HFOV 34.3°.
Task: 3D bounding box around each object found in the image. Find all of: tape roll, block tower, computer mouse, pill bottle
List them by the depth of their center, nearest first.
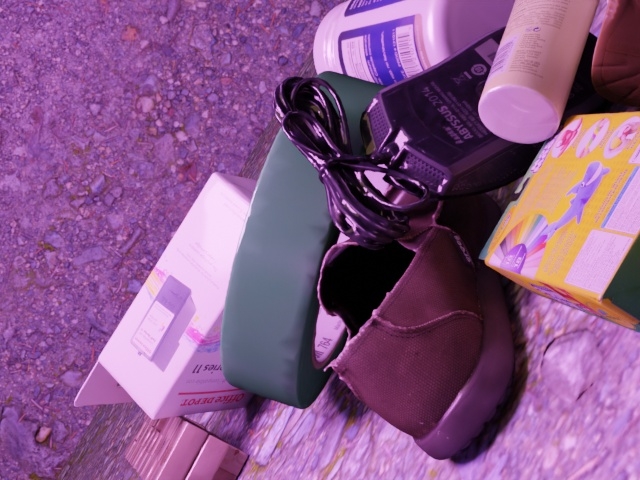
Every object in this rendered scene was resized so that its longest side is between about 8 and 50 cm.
[{"bbox_3d":[0.111,-0.094,0.846,0.072,0.272,0.188,81,163,-53],"label":"computer mouse"},{"bbox_3d":[0.000,0.000,1.006,0.321,0.077,0.321,17,-90,-78],"label":"tape roll"},{"bbox_3d":[0.106,-0.205,1.074,0.265,0.153,0.153,8,68,62],"label":"pill bottle"},{"bbox_3d":[-0.184,0.282,1.358,0.097,0.091,0.335,-61,12,-10],"label":"block tower"}]

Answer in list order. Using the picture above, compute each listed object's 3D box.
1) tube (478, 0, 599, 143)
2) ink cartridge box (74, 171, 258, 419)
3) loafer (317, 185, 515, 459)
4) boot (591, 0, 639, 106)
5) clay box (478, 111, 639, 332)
[{"bbox_3d":[0.186,-0.181,0.818,0.062,0.070,0.240,96,-166,-56],"label":"tube"},{"bbox_3d":[-0.129,0.101,1.288,0.353,0.119,0.207,-56,-27,15],"label":"ink cartridge box"},{"bbox_3d":[0.072,0.021,0.852,0.133,0.130,0.366,-55,13,19],"label":"loafer"},{"bbox_3d":[0.251,-0.222,0.733,0.213,0.077,0.165,95,-164,-50],"label":"boot"},{"bbox_3d":[0.184,-0.018,0.679,0.127,0.053,0.222,-59,10,0],"label":"clay box"}]
